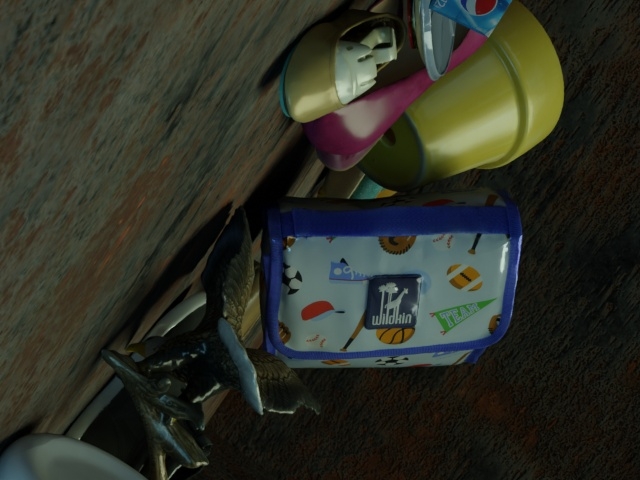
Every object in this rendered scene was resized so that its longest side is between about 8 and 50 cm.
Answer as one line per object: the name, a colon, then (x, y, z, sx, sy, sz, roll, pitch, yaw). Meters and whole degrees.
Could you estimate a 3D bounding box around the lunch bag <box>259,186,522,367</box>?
lunch bag: (0.078, 0.047, 1.769, 0.385, 0.328, 0.239, 104, -17, -70)

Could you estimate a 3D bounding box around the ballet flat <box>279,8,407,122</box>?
ballet flat: (0.028, -0.174, 1.246, 0.232, 0.073, 0.080, -57, 142, -58)

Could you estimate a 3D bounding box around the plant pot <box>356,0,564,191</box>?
plant pot: (0.161, -0.189, 1.797, 0.239, 0.254, 0.254, -35, 167, -32)

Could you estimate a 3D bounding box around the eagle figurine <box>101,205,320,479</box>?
eagle figurine: (-0.109, 0.114, 1.441, 0.298, 0.225, 0.226, -34, 152, -50)

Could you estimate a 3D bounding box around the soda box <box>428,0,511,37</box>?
soda box: (0.164, -0.295, 1.299, 0.210, 0.067, 0.071, -74, -169, -45)

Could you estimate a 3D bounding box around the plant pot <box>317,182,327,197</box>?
plant pot: (0.052, -0.093, 2.457, 0.081, 0.083, 0.081, -55, 177, -10)

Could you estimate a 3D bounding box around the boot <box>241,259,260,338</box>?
boot: (-0.176, 0.184, 1.993, 0.269, 0.089, 0.236, -54, 177, -33)

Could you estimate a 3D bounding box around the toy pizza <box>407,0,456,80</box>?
toy pizza: (0.113, -0.266, 1.361, 0.201, 0.032, 0.201, 3, 90, -76)

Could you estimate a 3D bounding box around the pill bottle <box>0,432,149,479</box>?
pill bottle: (-0.290, 0.376, 1.211, 0.363, 0.210, 0.210, -54, 177, 8)

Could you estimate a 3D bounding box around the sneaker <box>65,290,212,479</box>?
sneaker: (-0.175, 0.194, 1.567, 0.295, 0.147, 0.104, -54, 175, -38)

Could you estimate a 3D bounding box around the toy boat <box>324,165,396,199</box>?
toy boat: (0.115, -0.148, 2.213, 0.267, 0.148, 0.318, -54, 177, 3)

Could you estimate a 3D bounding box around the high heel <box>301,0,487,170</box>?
high heel: (0.113, -0.245, 1.463, 0.377, 0.127, 0.181, -58, 171, -10)
